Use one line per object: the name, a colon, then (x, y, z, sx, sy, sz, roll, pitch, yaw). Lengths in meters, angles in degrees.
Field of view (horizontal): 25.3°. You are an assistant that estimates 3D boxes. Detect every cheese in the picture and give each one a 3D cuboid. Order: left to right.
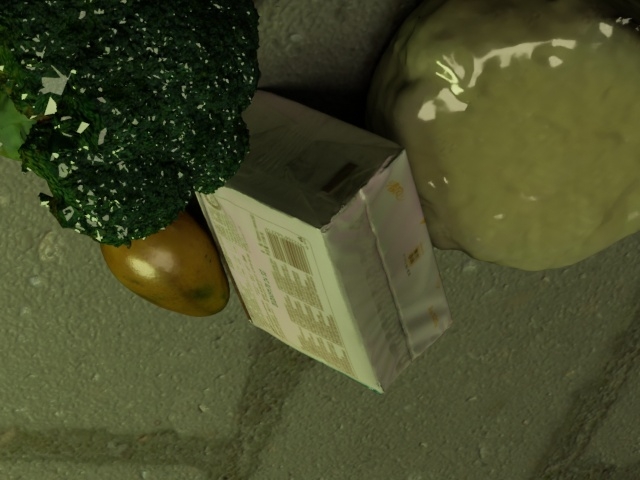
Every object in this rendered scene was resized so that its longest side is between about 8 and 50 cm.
cheese: (0.203, -0.111, 1.279, 0.326, 0.115, 0.318, -19, 134, 4)

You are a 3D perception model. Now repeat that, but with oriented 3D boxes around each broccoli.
broccoli: (-0.178, -0.117, 1.131, 0.254, 0.269, 0.269, 35, 119, -30)

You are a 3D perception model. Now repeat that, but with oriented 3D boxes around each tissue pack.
tissue pack: (0.000, 0.000, 1.283, 0.124, 0.185, 0.225, -43, 139, -22)

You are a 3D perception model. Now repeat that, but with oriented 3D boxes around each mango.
mango: (-0.146, 0.018, 1.336, 0.089, 0.111, 0.163, -53, 158, -17)
